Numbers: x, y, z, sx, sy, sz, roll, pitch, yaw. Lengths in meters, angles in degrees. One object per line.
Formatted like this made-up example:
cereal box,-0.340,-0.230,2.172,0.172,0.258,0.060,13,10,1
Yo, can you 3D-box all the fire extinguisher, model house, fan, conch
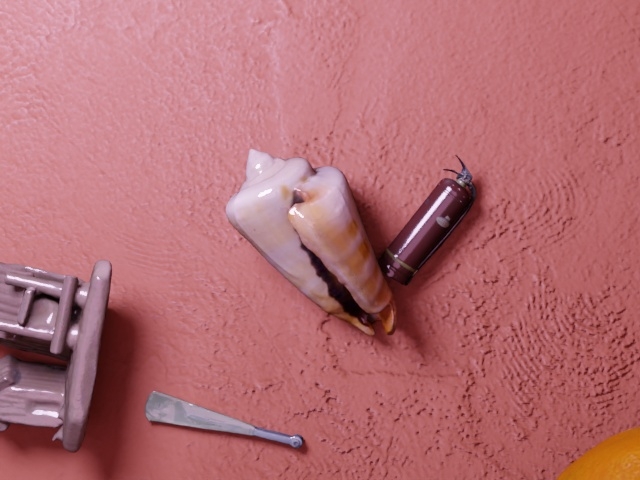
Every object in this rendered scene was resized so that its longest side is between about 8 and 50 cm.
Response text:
fire extinguisher,0.127,-0.020,1.664,0.064,0.043,0.158,35,98,-29
model house,-0.334,0.115,1.674,0.188,0.122,0.229,12,98,6
fan,-0.114,0.218,1.717,0.193,0.016,0.038,14,98,4
conch,0.005,-0.009,1.643,0.255,0.158,0.127,48,58,-23

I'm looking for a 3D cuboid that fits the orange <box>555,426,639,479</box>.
orange,0.377,0.347,1.542,0.312,0.312,0.312,0,95,5
